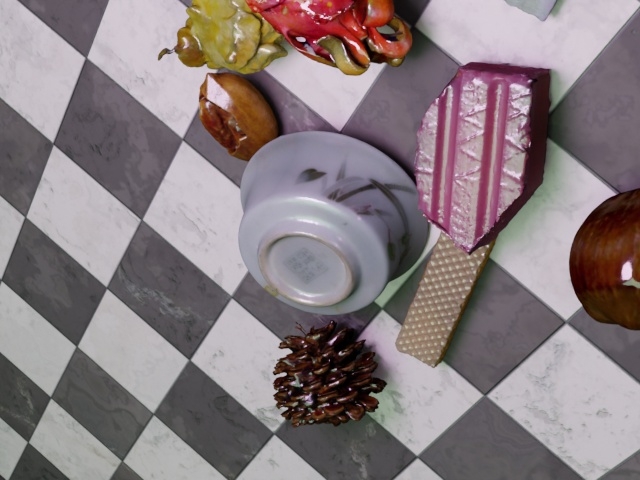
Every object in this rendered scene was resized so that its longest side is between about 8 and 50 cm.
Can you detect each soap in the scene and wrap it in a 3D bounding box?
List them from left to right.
[{"bbox_3d":[0.243,-0.121,1.487,0.182,0.112,0.289,12,110,30],"label":"soap"}]

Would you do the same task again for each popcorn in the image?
[{"bbox_3d":[-0.152,-0.355,1.603,0.195,0.173,0.168,2,132,38],"label":"popcorn"}]

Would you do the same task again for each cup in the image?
[{"bbox_3d":[0.000,0.000,1.674,0.347,0.163,0.347,11,132,12],"label":"cup"}]

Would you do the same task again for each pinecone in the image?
[{"bbox_3d":[0.012,0.250,1.849,0.221,0.221,0.221,16,126,24],"label":"pinecone"}]

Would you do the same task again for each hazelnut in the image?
[{"bbox_3d":[0.469,0.024,1.409,0.234,0.218,0.218,-2,117,34],"label":"hazelnut"}]

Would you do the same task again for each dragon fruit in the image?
[{"bbox_3d":[0.001,-0.386,1.437,0.307,0.227,0.243,24,133,15],"label":"dragon fruit"}]

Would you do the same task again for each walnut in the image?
[{"bbox_3d":[-0.145,-0.216,1.694,0.115,0.116,0.207,5,148,31],"label":"walnut"}]

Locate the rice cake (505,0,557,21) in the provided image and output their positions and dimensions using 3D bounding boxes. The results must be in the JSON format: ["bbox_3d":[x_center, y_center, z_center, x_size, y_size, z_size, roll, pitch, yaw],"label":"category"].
[{"bbox_3d":[0.311,-0.423,1.332,0.127,0.043,0.237,30,131,12],"label":"rice cake"}]

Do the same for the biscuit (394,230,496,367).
[{"bbox_3d":[0.219,0.079,1.704,0.094,0.054,0.379,30,130,14],"label":"biscuit"}]
